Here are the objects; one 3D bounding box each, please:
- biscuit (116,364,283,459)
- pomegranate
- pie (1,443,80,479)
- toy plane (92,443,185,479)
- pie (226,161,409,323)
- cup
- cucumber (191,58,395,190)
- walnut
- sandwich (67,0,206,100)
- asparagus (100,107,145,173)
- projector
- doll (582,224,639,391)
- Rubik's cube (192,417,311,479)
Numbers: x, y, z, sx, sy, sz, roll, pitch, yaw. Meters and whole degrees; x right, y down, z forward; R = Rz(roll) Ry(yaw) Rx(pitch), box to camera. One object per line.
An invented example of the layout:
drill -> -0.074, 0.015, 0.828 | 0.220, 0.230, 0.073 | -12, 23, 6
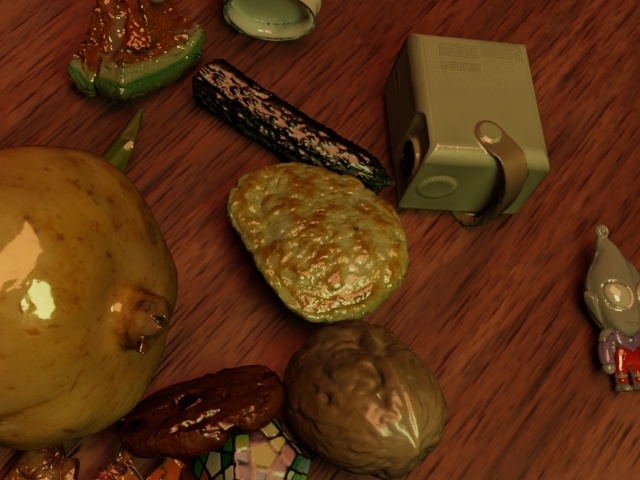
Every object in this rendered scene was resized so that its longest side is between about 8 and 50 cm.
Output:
biscuit -> -0.133, 0.187, 1.221 | 0.192, 0.192, 0.049 | -19, 105, -22
pomegranate -> -0.289, 0.061, 1.151 | 0.342, 0.342, 0.342 | 6, 64, -13
pie -> -0.321, 0.281, 1.202 | 0.092, 0.034, 0.170 | 26, 61, 2
toy plane -> -0.178, 0.313, 1.219 | 0.188, 0.062, 0.135 | 46, 61, -7
pie -> 0.000, 0.000, 1.377 | 0.201, 0.090, 0.248 | -19, 56, -22
cup -> -0.056, -0.433, 1.536 | 0.196, 0.196, 0.280 | 9, 71, -11
cucumber -> -0.035, -0.143, 1.460 | 0.300, 0.072, 0.072 | 32, 61, 1
walnut -> 0.052, 0.186, 1.256 | 0.178, 0.178, 0.230 | -10, 23, -23
sandwich -> -0.238, -0.278, 1.422 | 0.109, 0.160, 0.185 | 28, 51, 21
asparagus -> -0.264, -0.097, 1.394 | 0.045, 0.041, 0.178 | 5, 52, 38
projector -> 0.192, -0.144, 1.473 | 0.177, 0.163, 0.242 | 1, 63, -13
doll -> 0.396, 0.089, 1.471 | 0.102, 0.075, 0.227 | 3, 75, -33
Rubik's cube -> -0.076, 0.255, 1.238 | 0.133, 0.133, 0.112 | 17, 34, -7
